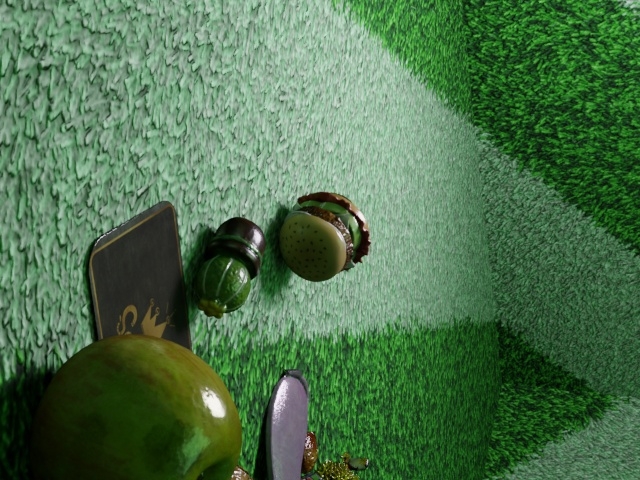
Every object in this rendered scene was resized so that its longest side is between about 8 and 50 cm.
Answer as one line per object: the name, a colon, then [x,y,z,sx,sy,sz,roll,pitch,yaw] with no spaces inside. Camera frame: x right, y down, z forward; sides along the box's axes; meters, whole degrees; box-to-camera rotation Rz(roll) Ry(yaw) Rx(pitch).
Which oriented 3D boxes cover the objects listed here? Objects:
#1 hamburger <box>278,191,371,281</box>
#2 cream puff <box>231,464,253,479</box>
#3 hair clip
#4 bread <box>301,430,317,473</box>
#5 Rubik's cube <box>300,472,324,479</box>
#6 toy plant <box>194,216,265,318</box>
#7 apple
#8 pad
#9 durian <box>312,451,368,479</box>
hamburger: [-0.003,-0.002,1.779,0.137,0.175,0.175,-41,132,-45]
cream puff: [-0.166,0.411,1.430,0.165,0.115,0.150,-56,135,-19]
hair clip: [-0.067,0.415,1.785,0.095,0.110,0.359,149,-52,-65]
bread: [-0.031,0.422,1.898,0.085,0.053,0.085,3,90,-70]
Rubik's cube: [-0.022,0.513,1.879,0.111,0.093,0.111,1,90,-70]
toy plant: [-0.144,0.047,1.483,0.093,0.092,0.162,69,34,-48]
apple: [-0.208,0.237,1.120,0.246,0.226,0.246,-38,134,-53]
pad: [-0.228,0.158,1.310,0.315,0.063,0.375,-44,133,-62]
durian: [0.037,0.553,1.983,0.159,0.146,0.198,3,71,-77]
